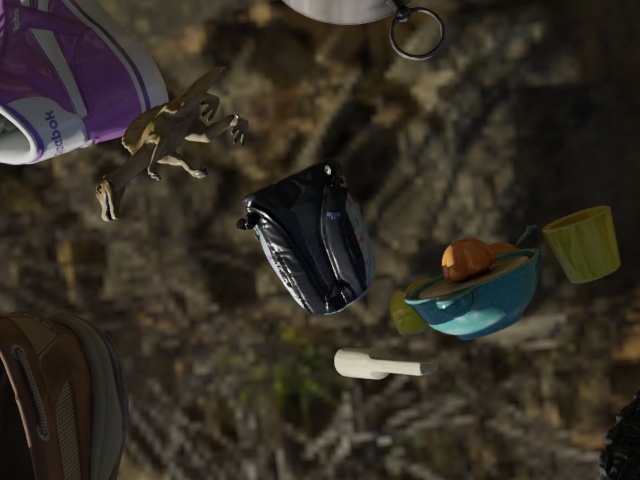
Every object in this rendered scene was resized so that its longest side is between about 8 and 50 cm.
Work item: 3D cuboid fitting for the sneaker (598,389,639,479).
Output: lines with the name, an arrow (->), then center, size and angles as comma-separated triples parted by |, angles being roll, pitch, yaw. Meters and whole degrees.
sneaker -> 0.221, 0.232, 1.420 | 0.271, 0.108, 0.100 | -49, -145, -19

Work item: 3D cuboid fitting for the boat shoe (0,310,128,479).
boat shoe -> -0.192, 0.198, 1.216 | 0.123, 0.324, 0.116 | -18, 158, 31

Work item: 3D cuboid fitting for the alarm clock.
alarm clock -> 0.029, -0.206, 1.383 | 0.129, 0.192, 0.064 | -30, 164, -11

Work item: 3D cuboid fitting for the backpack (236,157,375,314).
backpack -> 0.000, 0.000, 2.462 | 0.152, 0.182, 0.115 | -24, -176, 19

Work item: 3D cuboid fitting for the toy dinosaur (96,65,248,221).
toy dinosaur -> -0.104, -0.091, 1.472 | 0.093, 0.053, 0.183 | 5, -134, 39

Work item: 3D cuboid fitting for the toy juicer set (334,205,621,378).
toy juicer set -> 0.119, 0.047, 1.860 | 0.209, 0.089, 0.329 | -13, -170, 47

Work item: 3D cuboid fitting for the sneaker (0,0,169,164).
sneaker -> -0.259, -0.151, 1.631 | 0.161, 0.102, 0.282 | -26, -145, -19
